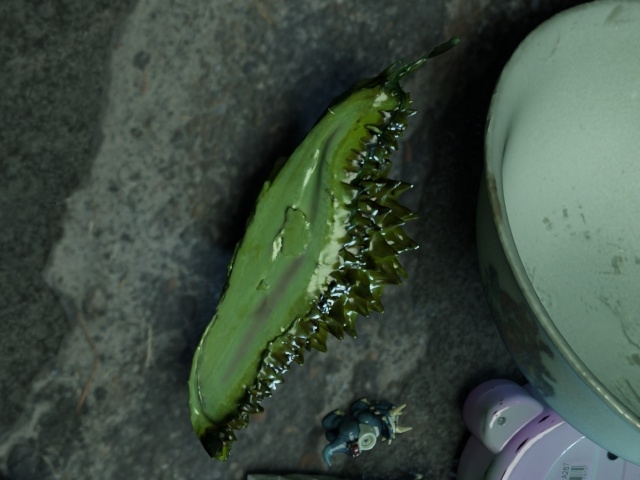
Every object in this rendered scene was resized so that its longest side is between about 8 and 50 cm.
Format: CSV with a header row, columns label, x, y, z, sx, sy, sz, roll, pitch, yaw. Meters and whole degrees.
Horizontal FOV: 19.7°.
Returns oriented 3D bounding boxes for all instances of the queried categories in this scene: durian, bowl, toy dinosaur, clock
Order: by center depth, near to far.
label,x,y,z,sx,sy,sz,roll,pitch,yaw
durian,0.001,0.001,1.435,0.375,0.132,0.106,-63,163,4
bowl,0.275,0.035,1.494,0.434,0.435,0.196,5,150,-27
toy dinosaur,0.035,0.161,1.552,0.083,0.047,0.031,-23,118,-17
clock,0.236,0.210,1.643,0.247,0.090,0.228,-2,109,-23

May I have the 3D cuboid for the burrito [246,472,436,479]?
label,x,y,z,sx,sy,sz,roll,pitch,yaw
burrito,0.022,0.229,1.564,0.203,0.064,0.064,3,108,-25
